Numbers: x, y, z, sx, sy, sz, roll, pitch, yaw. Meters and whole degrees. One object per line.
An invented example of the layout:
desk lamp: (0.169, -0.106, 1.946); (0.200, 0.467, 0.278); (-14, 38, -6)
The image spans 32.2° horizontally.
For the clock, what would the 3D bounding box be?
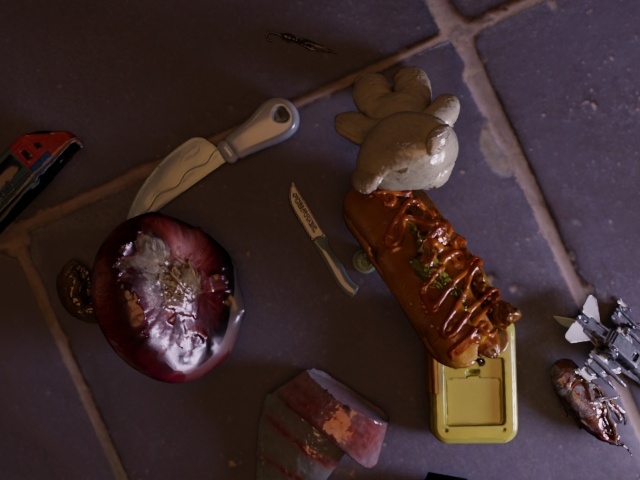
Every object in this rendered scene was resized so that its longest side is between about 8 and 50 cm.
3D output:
clock: (0.237, 0.216, 1.752); (0.144, 0.096, 0.202); (-1, 88, 3)

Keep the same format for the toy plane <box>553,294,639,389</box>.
toy plane: (0.480, 0.180, 1.759); (0.234, 0.082, 0.160); (37, 63, 1)

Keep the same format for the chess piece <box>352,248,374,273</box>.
chess piece: (0.071, 0.034, 1.757); (0.042, 0.093, 0.042); (0, 91, 2)

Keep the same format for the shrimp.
shrimp: (0.434, 0.268, 1.764); (0.073, 0.075, 0.190); (-40, 83, -19)

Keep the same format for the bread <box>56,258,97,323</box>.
bread: (-0.377, 0.087, 1.781); (0.113, 0.060, 0.082); (30, 87, 0)

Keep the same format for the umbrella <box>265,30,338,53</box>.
umbrella: (-0.029, -0.324, 1.805); (0.122, 0.013, 0.022); (12, 101, 0)

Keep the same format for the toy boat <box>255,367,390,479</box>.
toy boat: (-0.030, 0.357, 1.771); (0.206, 0.096, 0.282); (30, 102, 8)

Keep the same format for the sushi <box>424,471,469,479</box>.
sushi: (0.263, 0.510, 1.708); (0.227, 0.215, 0.212); (23, 94, -19)

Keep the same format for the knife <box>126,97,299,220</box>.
knife: (-0.185, -0.135, 1.796); (0.331, 0.044, 0.080); (-30, 89, 4)

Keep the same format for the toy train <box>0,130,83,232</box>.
toy train: (-0.551, -0.039, 1.772); (0.089, 0.086, 0.409); (44, 90, 3)

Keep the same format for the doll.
doll: (0.130, -0.172, 1.707); (0.175, 0.278, 0.149); (-34, 125, 23)

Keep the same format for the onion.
onion: (-0.254, 0.091, 1.715); (0.195, 0.272, 0.271); (-13, 89, 38)

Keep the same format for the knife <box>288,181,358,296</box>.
knife: (0.000, 0.000, 1.799); (0.028, 0.015, 0.210); (-32, 88, 7)

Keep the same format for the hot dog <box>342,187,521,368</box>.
hot dog: (0.168, 0.033, 1.676); (0.158, 0.117, 0.348); (-7, 54, -38)
